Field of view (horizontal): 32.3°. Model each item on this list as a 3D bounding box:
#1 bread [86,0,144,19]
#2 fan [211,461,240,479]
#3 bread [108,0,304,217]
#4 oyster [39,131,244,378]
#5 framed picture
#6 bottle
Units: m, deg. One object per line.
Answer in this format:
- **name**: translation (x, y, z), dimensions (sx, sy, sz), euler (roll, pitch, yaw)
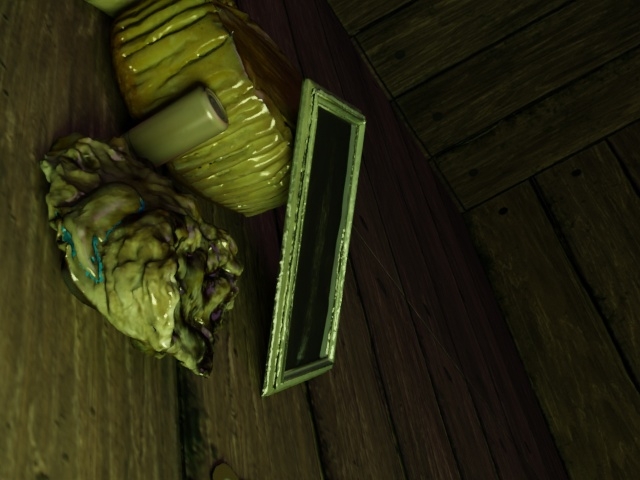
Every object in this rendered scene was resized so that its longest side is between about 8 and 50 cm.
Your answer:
- **bread**: translation (-0.168, -0.279, 1.142), dimensions (0.060, 0.139, 0.178), euler (37, 7, 17)
- **fan**: translation (-0.015, 0.264, 0.866), dimensions (0.227, 0.008, 0.152), euler (45, 20, -52)
- **bread**: translation (-0.098, -0.139, 1.113), dimensions (0.227, 0.142, 0.253), euler (66, 16, 14)
- **oyster**: translation (-0.130, -0.004, 0.832), dimensions (0.223, 0.083, 0.214), euler (58, 8, 16)
- **framed picture**: translation (0.000, 0.000, 1.099), dimensions (0.231, 0.018, 0.293), euler (1, 97, -76)
- **bottle**: translation (-0.131, -0.096, 0.972), dimensions (0.045, 0.096, 0.045), euler (57, 14, -22)
